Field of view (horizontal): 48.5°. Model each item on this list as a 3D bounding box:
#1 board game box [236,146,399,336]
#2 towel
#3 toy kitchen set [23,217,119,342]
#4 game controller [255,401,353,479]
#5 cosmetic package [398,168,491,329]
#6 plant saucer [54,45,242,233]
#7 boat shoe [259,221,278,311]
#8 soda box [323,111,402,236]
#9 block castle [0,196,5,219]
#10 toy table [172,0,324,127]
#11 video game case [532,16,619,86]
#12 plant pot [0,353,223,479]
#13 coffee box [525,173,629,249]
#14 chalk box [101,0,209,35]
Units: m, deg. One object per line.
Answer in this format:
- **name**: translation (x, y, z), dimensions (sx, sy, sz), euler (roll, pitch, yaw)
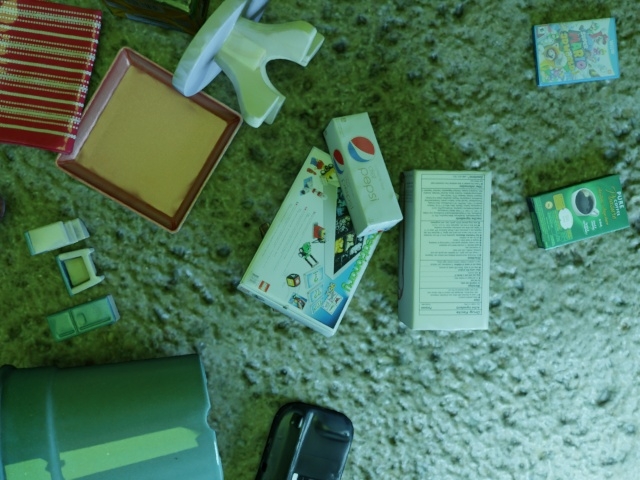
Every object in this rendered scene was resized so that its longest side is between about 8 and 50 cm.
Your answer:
- **board game box**: translation (0.000, 0.000, 1.318), dimensions (0.193, 0.053, 0.305), euler (30, 70, -6)
- **towel**: translation (-0.517, -0.301, 1.288), dimensions (0.199, 0.031, 0.275), euler (12, 89, 5)
- **toy kitchen set**: translation (-0.467, 0.077, 1.272), dimensions (0.122, 0.166, 0.207), euler (-20, 95, -4)
- **game controller**: translation (-0.045, 0.481, 1.398), dimensions (0.166, 0.067, 0.319), euler (16, 92, -20)
- **cosmetic package**: translation (0.232, 0.015, 1.352), dimensions (0.153, 0.129, 0.296), euler (1, 93, -7)
- **plant saucer**: translation (-0.317, -0.185, 1.330), dimensions (0.258, 0.048, 0.259), euler (30, 91, -6)
- **boat shoe**: translation (-0.089, 0.054, 1.357), dimensions (0.060, 0.064, 0.178), euler (-18, 98, -6)
- **soda box**: translation (0.076, -0.122, 1.306), dimensions (0.074, 0.069, 0.216), euler (-13, 77, -20)
- **block castle**: translation (-0.814, -0.054, 1.216), dimensions (0.453, 0.213, 0.303), euler (28, 94, -4)
- **toy table**: translation (-0.117, -0.321, 1.254), dimensions (0.161, 0.252, 0.274), euler (33, 68, -2)
- **video game case**: translation (0.507, -0.374, 1.410), dimensions (0.166, 0.015, 0.119), euler (-7, 94, -5)
- **plant pot**: translation (-0.353, 0.351, 1.235), dimensions (0.334, 0.341, 0.341), euler (-10, 94, -12)
- **coffee box**: translation (0.514, -0.058, 1.417), dimensions (0.184, 0.040, 0.113), euler (-17, 95, -4)
- **chalk box**: translation (-0.270, -0.538, 1.249), dimensions (0.180, 0.179, 0.289), euler (14, 91, -5)
